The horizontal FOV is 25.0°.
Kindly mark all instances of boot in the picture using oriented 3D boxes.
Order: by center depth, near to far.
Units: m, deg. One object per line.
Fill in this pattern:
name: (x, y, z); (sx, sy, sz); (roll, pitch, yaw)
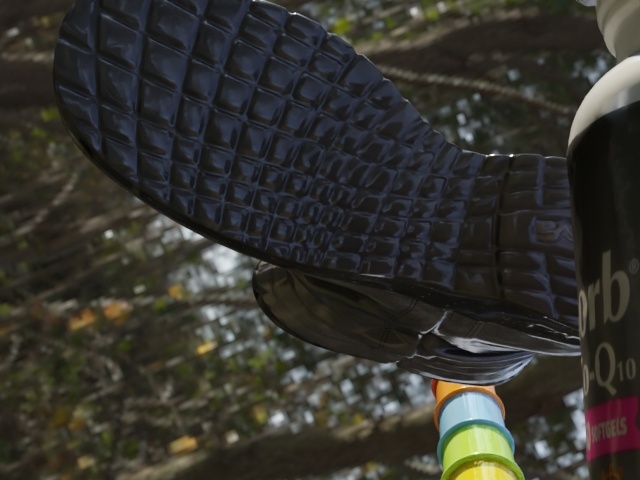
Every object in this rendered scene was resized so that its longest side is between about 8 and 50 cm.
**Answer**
boot: (0.000, 0.000, 0.758); (0.338, 0.118, 0.223); (26, -21, -14)

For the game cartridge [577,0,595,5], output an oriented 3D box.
game cartridge: (0.288, -0.375, 1.372); (0.060, 0.294, 0.196); (26, 13, -48)

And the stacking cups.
stacking cups: (0.170, 0.218, 1.585); (0.316, 0.096, 0.096); (-89, 163, -63)

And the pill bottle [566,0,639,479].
pill bottle: (0.176, 0.013, 0.534); (0.162, 0.162, 0.278); (108, -18, -74)
